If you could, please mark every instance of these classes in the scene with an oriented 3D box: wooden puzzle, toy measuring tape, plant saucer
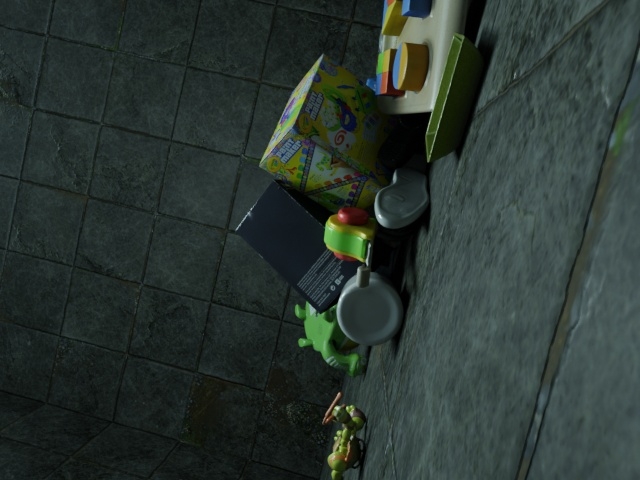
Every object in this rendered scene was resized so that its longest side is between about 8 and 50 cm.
[{"bbox_3d":[0.186,-0.434,1.052,0.348,0.080,0.323,-136,50,-72],"label":"wooden puzzle"},{"bbox_3d":[0.057,0.008,1.056,0.330,0.121,0.122,-69,-9,-68],"label":"toy measuring tape"},{"bbox_3d":[0.219,-0.235,0.817,0.188,0.045,0.189,-68,-10,-64],"label":"plant saucer"}]

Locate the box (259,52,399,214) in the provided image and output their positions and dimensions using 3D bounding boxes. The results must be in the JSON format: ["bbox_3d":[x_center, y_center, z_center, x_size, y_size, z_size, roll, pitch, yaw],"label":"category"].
[{"bbox_3d":[0.041,-0.260,1.275,0.177,0.279,0.290,-36,29,50],"label":"box"}]

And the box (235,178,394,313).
[{"bbox_3d":[0.000,0.000,1.370,0.179,0.312,0.343,-50,-12,17],"label":"box"}]

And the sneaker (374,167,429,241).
[{"bbox_3d":[0.169,-0.046,1.073,0.296,0.104,0.147,-56,-22,-61],"label":"sneaker"}]

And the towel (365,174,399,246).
[{"bbox_3d":[0.123,-0.182,1.456,0.053,0.331,0.317,-36,28,47],"label":"towel"}]

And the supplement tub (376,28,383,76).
[{"bbox_3d":[0.252,-0.510,1.366,0.316,0.193,0.194,3,-79,-86],"label":"supplement tub"}]

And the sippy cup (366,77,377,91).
[{"bbox_3d":[0.252,-0.458,1.733,0.305,0.223,0.240,-70,-8,-61],"label":"sippy cup"}]

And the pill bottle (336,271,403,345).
[{"bbox_3d":[0.105,0.135,1.071,0.229,0.131,0.131,-28,-49,-84],"label":"pill bottle"}]

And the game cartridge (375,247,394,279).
[{"bbox_3d":[0.195,0.119,1.647,0.294,0.060,0.196,-69,-5,-60],"label":"game cartridge"}]

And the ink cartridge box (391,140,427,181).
[{"bbox_3d":[0.237,-0.216,1.305,0.127,0.072,0.175,98,-173,-61],"label":"ink cartridge box"}]

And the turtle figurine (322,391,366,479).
[{"bbox_3d":[0.057,0.447,1.111,0.217,0.087,0.270,-8,-76,-77],"label":"turtle figurine"}]

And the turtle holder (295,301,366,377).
[{"bbox_3d":[0.070,0.271,1.680,0.320,0.227,0.244,48,122,61],"label":"turtle holder"}]

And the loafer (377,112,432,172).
[{"bbox_3d":[0.212,-0.252,1.198,0.220,0.080,0.078,-49,-26,-13],"label":"loafer"}]
